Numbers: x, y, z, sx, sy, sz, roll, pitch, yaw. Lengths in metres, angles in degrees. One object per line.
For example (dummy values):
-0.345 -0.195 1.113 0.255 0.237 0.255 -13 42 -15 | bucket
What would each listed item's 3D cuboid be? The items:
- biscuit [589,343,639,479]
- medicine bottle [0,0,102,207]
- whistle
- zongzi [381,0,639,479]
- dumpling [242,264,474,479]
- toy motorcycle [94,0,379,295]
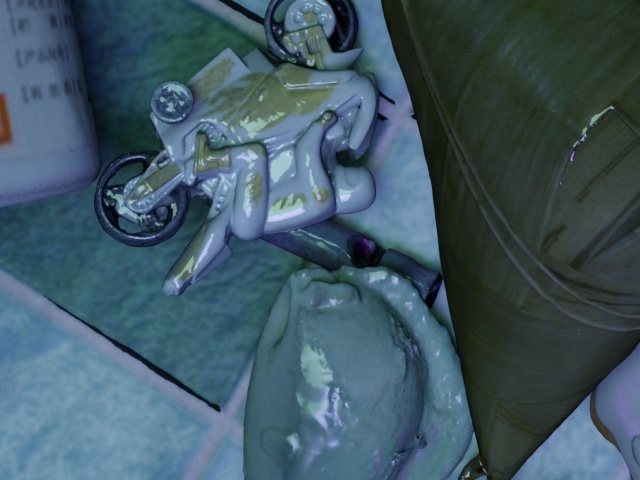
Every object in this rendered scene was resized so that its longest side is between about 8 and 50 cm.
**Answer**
0.271 0.131 1.250 0.181 0.049 0.208 -26 76 25 | biscuit
-0.275 -0.199 1.285 0.211 0.211 0.371 -9 95 15 | medicine bottle
0.000 0.000 1.334 0.176 0.033 0.033 24 102 9 | whistle
0.093 -0.106 1.259 0.447 0.181 0.418 59 142 24 | zongzi
0.020 0.124 1.307 0.149 0.105 0.216 16 101 12 | dumpling
-0.036 -0.059 1.300 0.151 0.074 0.228 43 81 4 | toy motorcycle
